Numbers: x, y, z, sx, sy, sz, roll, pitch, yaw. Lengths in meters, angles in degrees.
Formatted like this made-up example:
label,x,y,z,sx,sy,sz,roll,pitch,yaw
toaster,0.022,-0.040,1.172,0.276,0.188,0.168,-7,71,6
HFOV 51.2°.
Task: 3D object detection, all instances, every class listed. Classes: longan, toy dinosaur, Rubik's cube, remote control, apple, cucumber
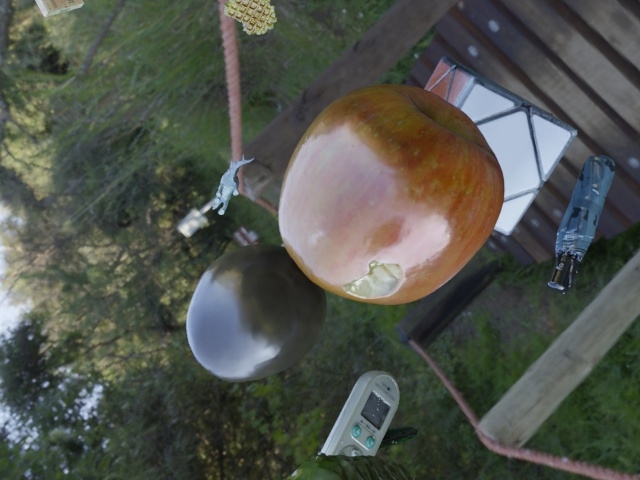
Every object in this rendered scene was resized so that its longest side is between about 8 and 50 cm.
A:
label,x,y,z,sx,sy,sz,roll,pitch,yaw
longan,-0.092,0.103,0.980,0.196,0.220,0.197,28,130,40
toy dinosaur,-0.193,-0.130,1.446,0.039,0.082,0.209,23,143,-20
Rubik's cube,0.263,-0.163,1.134,0.205,0.207,0.205,24,-161,-14
remote control,0.047,0.288,0.962,0.078,0.221,0.042,44,152,-28
apple,0.077,-0.043,0.761,0.242,0.241,0.242,24,-150,-15
cucumber,0.113,0.392,1.302,0.036,0.184,0.033,68,153,24

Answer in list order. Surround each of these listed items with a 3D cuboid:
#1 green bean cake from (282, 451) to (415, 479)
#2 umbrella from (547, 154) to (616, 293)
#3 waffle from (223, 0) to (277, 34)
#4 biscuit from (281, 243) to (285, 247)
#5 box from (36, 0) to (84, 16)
label,x,y,z,sx,sy,sz,roll,pitch,yaw
green bean cake,-0.011,0.245,0.465,0.113,0.200,0.214,50,-178,29
umbrella,0.421,-0.031,1.086,0.053,0.250,0.052,26,164,4
waffle,-0.111,-0.371,1.089,0.085,0.078,0.016,47,-150,-47
biscuit,0.000,0.000,1.232,0.078,0.335,0.329,52,139,0
box,-0.368,-0.353,0.900,0.015,0.058,0.093,-14,106,50
